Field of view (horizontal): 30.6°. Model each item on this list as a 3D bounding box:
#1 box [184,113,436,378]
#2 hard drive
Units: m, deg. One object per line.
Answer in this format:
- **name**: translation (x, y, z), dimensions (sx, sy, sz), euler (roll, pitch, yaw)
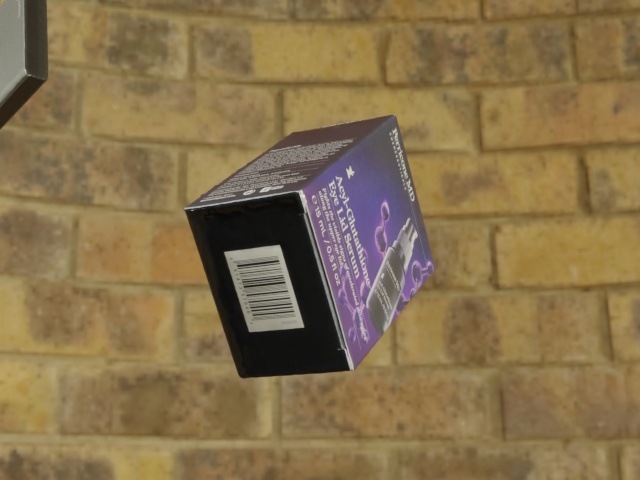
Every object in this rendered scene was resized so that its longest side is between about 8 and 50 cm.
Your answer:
- **box**: translation (0.000, 0.000, 0.968), dimensions (0.108, 0.153, 0.207), euler (-7, 20, 28)
- **hard drive**: translation (-0.255, -0.133, 0.921), dimensions (0.022, 0.094, 0.135), euler (15, -35, -38)
